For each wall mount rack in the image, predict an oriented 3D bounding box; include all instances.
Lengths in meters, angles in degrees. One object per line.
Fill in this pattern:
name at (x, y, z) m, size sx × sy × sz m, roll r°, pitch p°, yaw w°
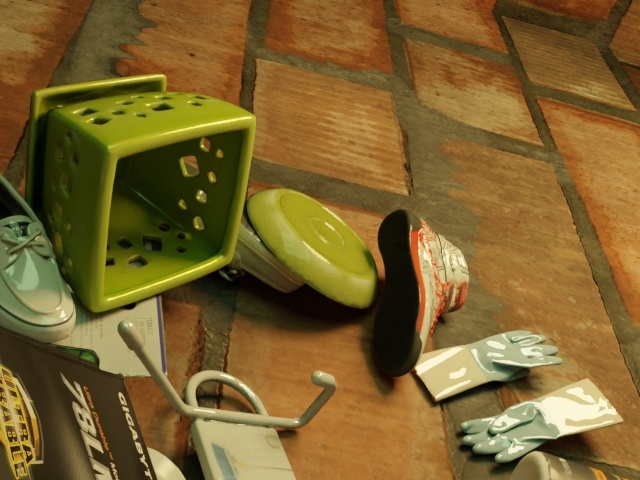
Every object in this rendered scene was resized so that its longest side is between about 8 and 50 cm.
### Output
wall mount rack at (-0.077, 0.225, 0.901) m, size 0.304 × 0.130 × 0.350 m, roll 17°, pitch 31°, yaw -38°

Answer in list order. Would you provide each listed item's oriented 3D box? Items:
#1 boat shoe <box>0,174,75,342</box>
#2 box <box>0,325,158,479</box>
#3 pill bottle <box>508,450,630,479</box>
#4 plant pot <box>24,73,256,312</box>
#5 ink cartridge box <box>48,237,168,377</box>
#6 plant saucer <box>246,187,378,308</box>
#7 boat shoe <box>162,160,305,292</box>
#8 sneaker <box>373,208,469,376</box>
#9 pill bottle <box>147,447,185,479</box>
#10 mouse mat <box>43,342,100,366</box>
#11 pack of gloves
boat shoe at (-0.359, 0.010, 1.018) m, size 0.095 × 0.084 × 0.258 m, roll -16°, pitch 48°, yaw -41°
box at (-0.184, 0.213, 0.620) m, size 0.073 × 0.293 × 0.296 m, roll -26°, pitch 68°, yaw 6°
pill bottle at (0.323, 0.320, 0.931) m, size 0.245 × 0.130 × 0.130 m, roll 19°, pitch 35°, yaw -4°
plant pot at (-0.240, -0.080, 1.093) m, size 0.207 × 0.228 × 0.227 m, roll 35°, pitch 36°, yaw 31°
ink cartridge box at (-0.354, 0.069, 1.074) m, size 0.307 × 0.072 × 0.304 m, roll 8°, pitch 36°, yaw -20°
plant saucer at (0.000, 0.000, 1.283) m, size 0.241 × 0.037 × 0.241 m, roll 36°, pitch 21°, yaw -16°
boat shoe at (-0.156, -0.016, 1.270) m, size 0.320 × 0.103 × 0.118 m, roll 32°, pitch 18°, yaw 7°
sneaker at (0.155, 0.091, 1.264) m, size 0.145 × 0.090 × 0.270 m, roll 32°, pitch 43°, yaw -32°
pill bottle at (-0.212, 0.288, 0.807) m, size 0.117 × 0.118 × 0.208 m, roll 29°, pitch 37°, yaw 12°
mouse mat at (-0.337, 0.175, 0.920) m, size 0.189 × 0.007 × 0.153 m, roll 10°, pitch 70°, yaw -13°
pack of gloves at (0.262, 0.218, 1.214) m, size 0.232 × 0.046 × 0.195 m, roll -11°, pitch 44°, yaw -22°
